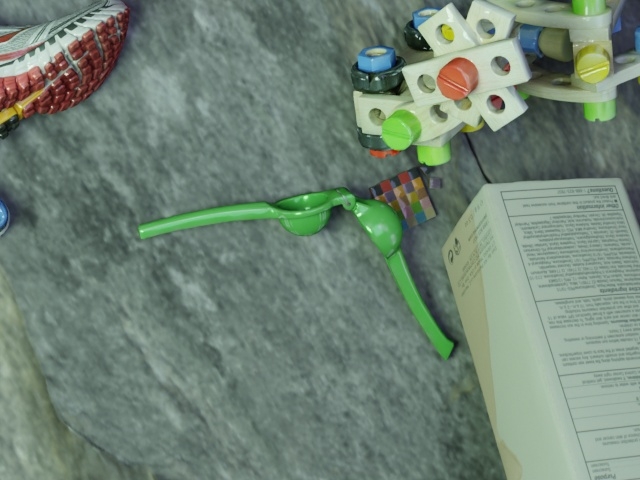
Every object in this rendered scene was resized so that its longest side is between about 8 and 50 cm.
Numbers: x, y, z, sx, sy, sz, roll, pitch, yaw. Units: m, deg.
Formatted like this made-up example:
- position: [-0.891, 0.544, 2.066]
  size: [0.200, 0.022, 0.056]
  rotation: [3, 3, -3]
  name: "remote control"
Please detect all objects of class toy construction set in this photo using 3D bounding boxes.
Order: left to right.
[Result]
- position: [0.152, -0.143, 1.381]
  size: [0.327, 0.215, 0.151]
  rotation: [-23, 117, -57]
  name: "toy construction set"

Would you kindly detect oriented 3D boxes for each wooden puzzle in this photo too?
- position: [0.075, -0.035, 1.478]
  size: [0.083, 0.006, 0.049]
  rotation: [-25, 97, -19]
  name: "wooden puzzle"

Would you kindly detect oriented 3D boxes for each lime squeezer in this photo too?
- position: [0.000, 0.000, 1.432]
  size: [0.310, 0.059, 0.110]
  rotation: [22, 117, -19]
  name: "lime squeezer"

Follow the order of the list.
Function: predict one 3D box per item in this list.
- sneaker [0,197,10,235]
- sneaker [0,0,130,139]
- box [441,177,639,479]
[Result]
- position: [-0.304, -0.051, 1.311]
  size: [0.135, 0.058, 0.052]
  rotation: [35, 77, -15]
  name: "sneaker"
- position: [-0.249, -0.150, 1.317]
  size: [0.225, 0.088, 0.093]
  rotation: [-31, 67, -33]
  name: "sneaker"
- position: [0.222, 0.108, 1.397]
  size: [0.148, 0.121, 0.311]
  rotation: [-2, 60, -19]
  name: "box"
